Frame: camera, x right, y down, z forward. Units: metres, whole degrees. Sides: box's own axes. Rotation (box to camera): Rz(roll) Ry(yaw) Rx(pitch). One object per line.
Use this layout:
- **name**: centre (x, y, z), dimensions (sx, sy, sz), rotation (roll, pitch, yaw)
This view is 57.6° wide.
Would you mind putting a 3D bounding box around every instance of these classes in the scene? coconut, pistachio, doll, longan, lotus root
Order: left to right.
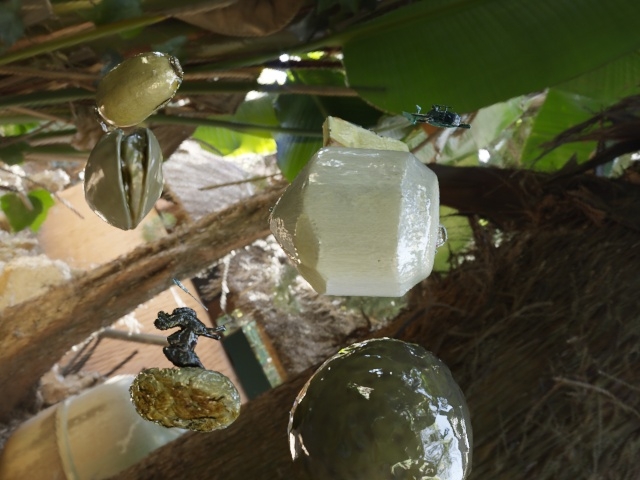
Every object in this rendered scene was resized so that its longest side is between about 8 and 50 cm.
- **pistachio**: centre (-0.319, -0.101, 0.954), dimensions (0.135, 0.136, 0.226), rotation (61, -34, 17)
- **lotus root**: centre (-0.451, -0.364, 1.406), dimensions (0.131, 0.303, 0.146), rotation (45, 41, -33)
- **doll**: centre (-0.304, 0.224, 1.319), dimensions (0.165, 0.139, 0.057), rotation (26, -19, -21)
- **coconut**: centre (0.051, -0.028, 0.916), dimensions (0.237, 0.266, 0.237), rotation (6, 90, -81)
- **longan**: centre (0.129, 0.397, 1.203), dimensions (0.391, 0.391, 0.391), rotation (61, -10, 19)

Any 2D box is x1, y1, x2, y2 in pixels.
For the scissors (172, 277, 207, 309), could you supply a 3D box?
- **scissors**: centre (-0.230, 0.095, 1.029), dimensions (0.083, 0.006, 0.036), rotation (43, -19, -6)

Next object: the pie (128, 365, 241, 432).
- **pie**: centre (-0.310, 0.370, 1.355), dimensions (0.274, 0.274, 0.055), rotation (74, 13, -45)

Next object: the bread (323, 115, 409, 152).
- **bread**: centre (0.125, -0.197, 1.502), dimensions (0.198, 0.236, 0.263), rotation (81, 7, -49)

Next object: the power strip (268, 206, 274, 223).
- **power strip**: centre (0.000, 0.000, 1.104), dimensions (0.227, 0.029, 0.080), rotation (28, 7, 3)

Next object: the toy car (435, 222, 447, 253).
- **toy car**: centre (0.338, -0.016, 1.825), dimensions (0.139, 0.112, 0.112), rotation (-153, -130, -72)

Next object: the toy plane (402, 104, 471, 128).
- **toy plane**: centre (0.371, -0.402, 1.906), dimensions (0.235, 0.060, 0.096), rotation (17, -1, 31)
